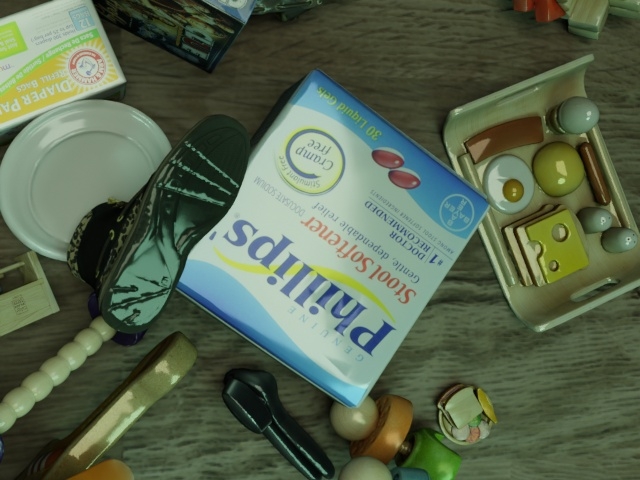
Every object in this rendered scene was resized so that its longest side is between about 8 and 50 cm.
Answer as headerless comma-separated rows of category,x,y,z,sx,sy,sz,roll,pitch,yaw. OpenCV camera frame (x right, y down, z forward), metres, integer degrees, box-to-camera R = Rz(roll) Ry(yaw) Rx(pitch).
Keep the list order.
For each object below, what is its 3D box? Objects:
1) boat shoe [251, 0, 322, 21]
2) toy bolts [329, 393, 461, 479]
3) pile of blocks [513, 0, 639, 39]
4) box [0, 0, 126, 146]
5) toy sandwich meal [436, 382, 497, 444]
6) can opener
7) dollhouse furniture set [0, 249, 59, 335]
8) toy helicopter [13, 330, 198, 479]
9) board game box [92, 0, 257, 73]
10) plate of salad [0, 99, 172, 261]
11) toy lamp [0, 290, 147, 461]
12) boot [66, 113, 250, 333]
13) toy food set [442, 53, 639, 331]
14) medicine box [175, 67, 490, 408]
boat shoe,-0.046,-0.303,1.067,0.224,0.080,0.073,-9,127,-28
toy bolts,0.062,0.294,1.010,0.158,0.228,0.218,32,89,-12
pile of blocks,0.265,-0.353,1.106,0.362,0.149,0.112,24,83,-13
box,-0.328,-0.179,0.973,0.203,0.103,0.114,-25,94,-13
toy sandwich meal,0.190,0.224,1.138,0.086,0.029,0.085,0,89,-14
can opener,-0.053,0.226,1.066,0.186,0.059,0.073,51,51,-18
dollhouse furniture set,-0.394,0.111,0.962,0.184,0.129,0.129,-26,97,-43
toy helicopter,-0.262,0.232,0.917,0.140,0.235,0.355,46,79,-9
board game box,-0.165,-0.257,0.944,0.165,0.243,0.042,26,83,-12
plate of salad,-0.261,-0.067,0.994,0.200,0.048,0.200,-15,124,-23
toy lamp,-0.270,0.128,0.945,0.080,0.080,0.274,50,48,-9
boot,-0.180,-0.034,0.924,0.085,0.178,0.236,31,86,-33
toy food set,0.312,-0.062,1.142,0.220,0.092,0.306,-24,94,-14
medicine box,0.000,0.000,1.032,0.263,0.149,0.289,36,80,-11
